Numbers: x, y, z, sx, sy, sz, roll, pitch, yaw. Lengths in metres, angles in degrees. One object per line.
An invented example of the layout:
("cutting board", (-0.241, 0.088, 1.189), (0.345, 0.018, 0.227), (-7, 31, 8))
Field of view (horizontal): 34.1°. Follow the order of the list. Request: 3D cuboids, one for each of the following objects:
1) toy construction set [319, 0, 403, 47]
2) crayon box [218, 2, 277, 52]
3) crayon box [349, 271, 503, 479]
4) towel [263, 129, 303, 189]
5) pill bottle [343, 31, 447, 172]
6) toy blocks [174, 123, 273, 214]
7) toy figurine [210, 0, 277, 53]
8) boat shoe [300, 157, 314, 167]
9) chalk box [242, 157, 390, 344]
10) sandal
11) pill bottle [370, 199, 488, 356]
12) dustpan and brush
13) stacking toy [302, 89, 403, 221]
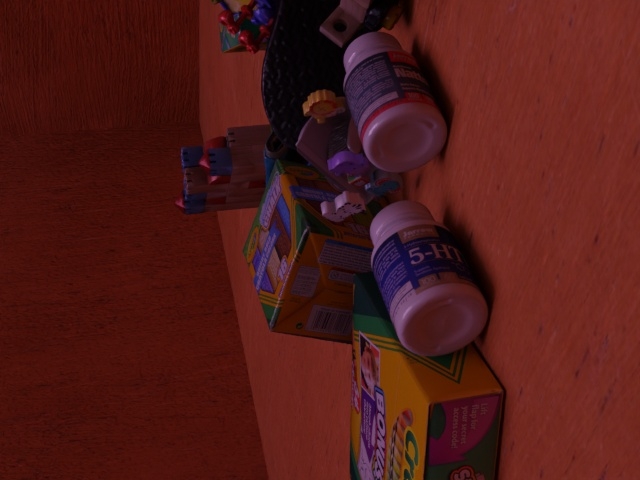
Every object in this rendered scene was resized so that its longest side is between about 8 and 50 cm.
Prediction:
("toy construction set", (0.022, -0.407, 1.371), (0.237, 0.258, 0.308), (80, -158, -75))
("crayon box", (-0.094, -0.407, 1.976), (0.278, 0.165, 0.081), (-149, 54, -76))
("crayon box", (0.126, 0.268, 1.395), (0.313, 0.106, 0.362), (-117, 24, -60))
("towel", (-0.064, -0.152, 2.001), (0.370, 0.040, 0.271), (102, -172, -57))
("pill bottle", (0.088, -0.184, 1.344), (0.108, 0.108, 0.180), (96, 163, -47))
("toy blocks", (-0.208, -0.161, 2.427), (0.381, 0.261, 0.190), (118, 145, -69))
("toy figurine", (-0.151, -0.418, 1.692), (0.217, 0.191, 0.362), (18, 159, 46))
("boat shoe", (-0.019, -0.073, 1.929), (0.258, 0.109, 0.089), (98, 158, -43))
("chalk box", (0.000, 0.000, 1.594), (0.289, 0.180, 0.179), (-115, 41, -55))
("sandal", (-0.001, -0.359, 1.606), (0.107, 0.168, 0.445), (-148, 62, -85))
("pill bottle", (0.123, 0.040, 1.276), (0.186, 0.112, 0.112), (-110, 18, -47))
("dustpan and brush", (0.049, -0.171, 1.515), (0.060, 0.147, 0.211), (-32, 32, 35))
("stacking toy", (0.065, -0.091, 1.400), (0.221, 0.052, 0.166), (22, -129, -50))
